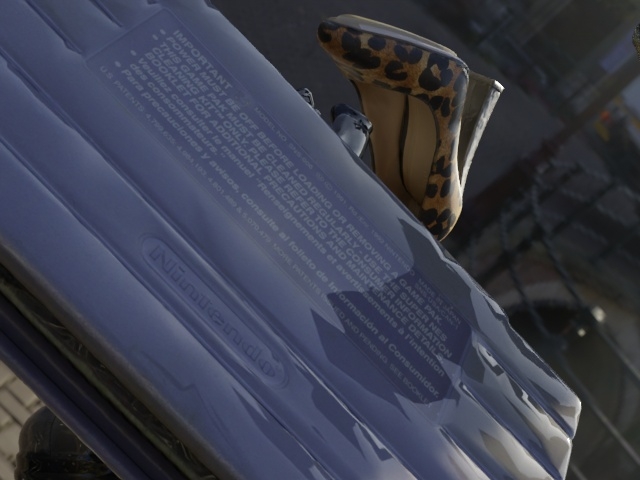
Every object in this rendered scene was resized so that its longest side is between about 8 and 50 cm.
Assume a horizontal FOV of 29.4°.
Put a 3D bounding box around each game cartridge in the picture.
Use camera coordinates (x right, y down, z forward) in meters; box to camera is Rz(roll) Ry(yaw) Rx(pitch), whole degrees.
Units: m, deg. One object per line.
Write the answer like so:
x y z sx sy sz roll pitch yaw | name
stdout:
-0.037 0.015 0.512 0.355 0.068 0.230 46 27 -6 | game cartridge

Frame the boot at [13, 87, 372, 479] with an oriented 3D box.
-0.070 0.018 0.750 0.338 0.118 0.223 -14 104 -66 | boot

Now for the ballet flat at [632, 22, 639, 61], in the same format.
0.210 -0.080 0.659 0.168 0.057 0.052 -86 166 -62 | ballet flat

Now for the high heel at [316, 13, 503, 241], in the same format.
0.053 -0.075 1.004 0.093 0.186 0.261 27 7 36 | high heel
